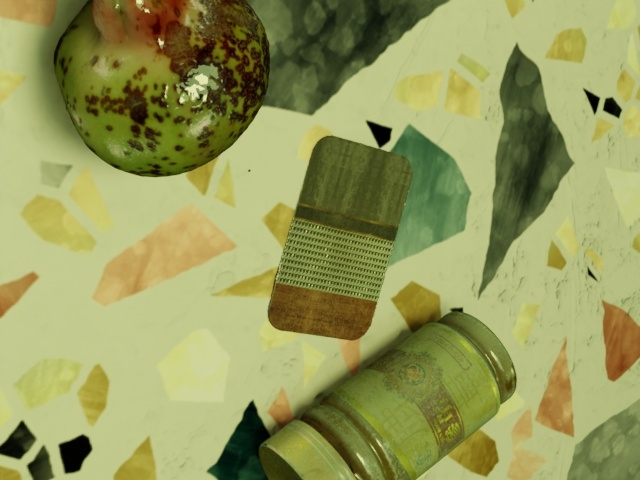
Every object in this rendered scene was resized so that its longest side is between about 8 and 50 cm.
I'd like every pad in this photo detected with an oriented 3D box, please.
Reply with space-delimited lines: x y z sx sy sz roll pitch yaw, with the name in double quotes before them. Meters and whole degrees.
"pad" -0.019 -0.006 1.220 0.323 0.055 0.250 9 98 -54

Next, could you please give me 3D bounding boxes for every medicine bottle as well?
"medicine bottle" 0.092 0.230 1.302 0.322 0.151 0.151 -33 119 -24

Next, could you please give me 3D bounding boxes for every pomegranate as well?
"pomegranate" -0.158 -0.186 0.968 0.214 0.214 0.248 -47 151 -16
